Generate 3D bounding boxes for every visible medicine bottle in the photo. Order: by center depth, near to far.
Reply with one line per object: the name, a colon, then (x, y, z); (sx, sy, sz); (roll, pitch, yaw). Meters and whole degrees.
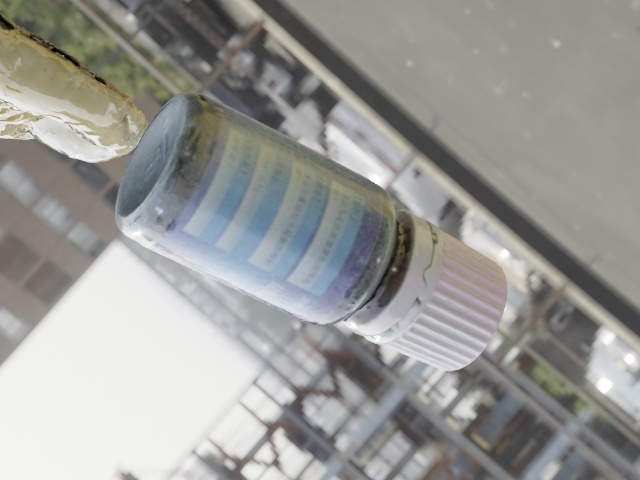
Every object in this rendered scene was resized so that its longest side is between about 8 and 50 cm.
medicine bottle: (0.000, 0.000, 0.795); (0.203, 0.083, 0.083); (25, -178, -22)

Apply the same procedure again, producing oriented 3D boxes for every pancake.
pancake: (-0.309, -0.139, 1.131); (0.387, 0.082, 0.387); (20, 174, 2)
